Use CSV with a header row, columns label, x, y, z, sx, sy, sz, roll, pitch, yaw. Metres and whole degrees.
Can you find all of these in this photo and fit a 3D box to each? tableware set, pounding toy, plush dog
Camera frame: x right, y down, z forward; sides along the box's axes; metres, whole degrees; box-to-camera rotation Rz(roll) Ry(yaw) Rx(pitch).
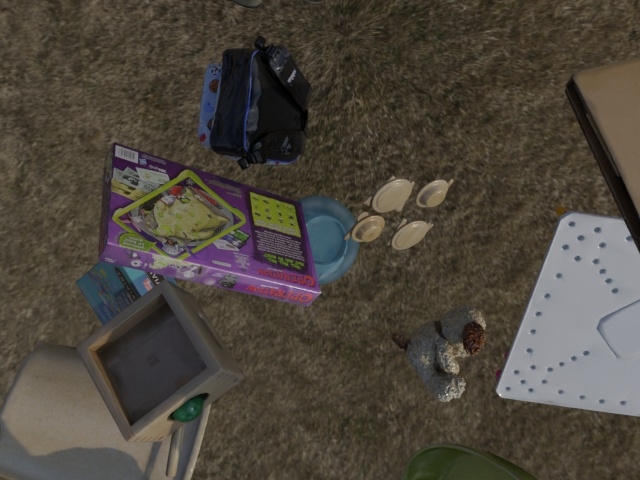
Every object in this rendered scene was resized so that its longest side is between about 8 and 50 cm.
label,x,y,z,sx,sy,sz,roll,pitch,yaw
tableware set,0.119,-0.040,0.925,0.168,0.020,0.141,3,135,-36
pounding toy,-0.153,0.142,0.623,0.130,0.100,0.141,-37,69,-1
plush dog,0.338,0.261,1.657,0.225,0.262,0.210,-41,100,14

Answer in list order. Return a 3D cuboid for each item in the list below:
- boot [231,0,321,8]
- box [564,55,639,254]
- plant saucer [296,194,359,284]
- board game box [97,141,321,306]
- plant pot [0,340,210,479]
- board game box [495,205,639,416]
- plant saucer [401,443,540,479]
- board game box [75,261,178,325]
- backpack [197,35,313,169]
label,x,y,z,sx,sy,sz,roll,pitch,yaw
boot,-0.099,-0.442,1.035,0.246,0.161,0.084,28,75,-2
box,0.294,-0.066,0.431,0.201,0.021,0.165,-16,74,-7
plant saucer,0.000,0.000,1.329,0.194,0.037,0.195,-1,93,-18
board game box,-0.169,-0.021,0.983,0.346,0.208,0.056,17,128,-31
plant pot,-0.379,0.322,1.077,0.305,0.334,0.334,19,108,-13
board game box,0.536,0.137,1.062,0.389,0.050,0.390,8,121,-1
plant saucer,0.157,0.267,0.490,0.037,0.241,0.241,-19,110,-29
board game box,-0.390,0.146,1.332,0.336,0.079,0.254,-24,99,54
backpack,-0.139,-0.287,1.411,0.213,0.263,0.277,13,92,33
